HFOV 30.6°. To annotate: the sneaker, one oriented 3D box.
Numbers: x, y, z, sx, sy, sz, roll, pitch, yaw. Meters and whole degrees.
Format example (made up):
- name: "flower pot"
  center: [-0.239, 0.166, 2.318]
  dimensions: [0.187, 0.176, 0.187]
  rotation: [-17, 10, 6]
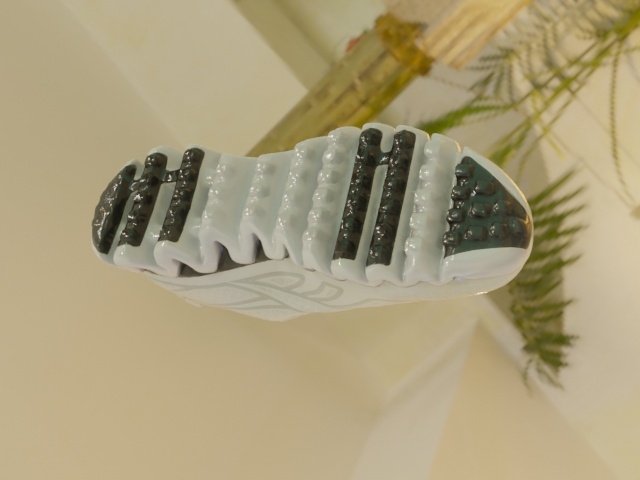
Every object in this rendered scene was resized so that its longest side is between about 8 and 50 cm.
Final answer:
- name: "sneaker"
  center: [0.000, 0.000, 0.739]
  dimensions: [0.118, 0.292, 0.110]
  rotation: [54, -132, -46]
